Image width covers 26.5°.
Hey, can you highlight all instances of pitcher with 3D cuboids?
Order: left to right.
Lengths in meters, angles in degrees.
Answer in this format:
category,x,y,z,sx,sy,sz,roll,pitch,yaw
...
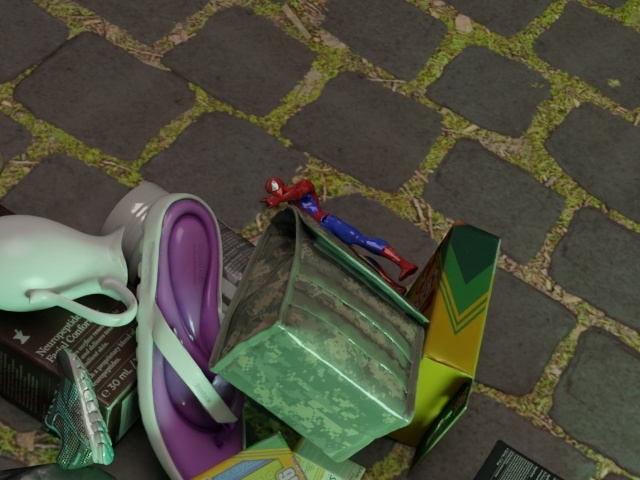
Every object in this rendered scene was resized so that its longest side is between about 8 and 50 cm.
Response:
category,x,y,z,sx,sy,sz,roll,pitch,yaw
pitcher,-0.347,0.046,1.761,0.207,0.125,0.178,2,35,-24

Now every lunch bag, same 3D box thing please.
category,x,y,z,sx,sy,sz,roll,pitch,yaw
lunch bag,0.012,0.102,1.791,0.235,0.169,0.287,39,37,-21

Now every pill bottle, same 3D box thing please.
category,x,y,z,sx,sy,sz,roll,pitch,yaw
pill bottle,-0.176,0.045,1.969,0.278,0.162,0.162,37,50,17

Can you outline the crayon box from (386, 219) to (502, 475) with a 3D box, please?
category,x,y,z,sx,sy,sz,roll,pitch,yaw
crayon box,0.162,0.150,1.936,0.081,0.202,0.318,23,46,-6

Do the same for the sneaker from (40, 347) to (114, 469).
category,x,y,z,sx,sy,sz,roll,pitch,yaw
sneaker,-0.314,0.210,1.690,0.076,0.065,0.166,-19,58,-5

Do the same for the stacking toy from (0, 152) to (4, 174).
category,x,y,z,sx,sy,sz,roll,pitch,yaw
stacking toy,-0.595,-0.047,1.853,0.330,0.141,0.141,-39,62,4

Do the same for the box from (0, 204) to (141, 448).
category,x,y,z,sx,sy,sz,roll,pitch,yaw
box,-0.390,0.110,1.873,0.381,0.143,0.191,29,49,13

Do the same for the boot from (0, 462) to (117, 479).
category,x,y,z,sx,sy,sz,roll,pitch,yaw
boot,-0.268,0.475,1.594,0.367,0.146,0.445,5,44,-13

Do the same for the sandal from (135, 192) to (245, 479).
category,x,y,z,sx,sy,sz,roll,pitch,yaw
sandal,-0.158,0.142,1.781,0.169,0.102,0.416,-9,90,-47

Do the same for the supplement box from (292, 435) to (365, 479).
category,x,y,z,sx,sy,sz,roll,pitch,yaw
supplement box,0.005,0.315,1.848,0.098,0.062,0.036,27,47,10

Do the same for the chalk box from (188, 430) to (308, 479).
category,x,y,z,sx,sy,sz,roll,pitch,yaw
chalk box,-0.107,0.364,1.710,0.213,0.132,0.132,-29,61,-12

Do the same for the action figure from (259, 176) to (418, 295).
category,x,y,z,sx,sy,sz,roll,pitch,yaw
action figure,0.000,0.000,2.103,0.280,0.091,0.139,40,42,20

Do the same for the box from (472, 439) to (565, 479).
category,x,y,z,sx,sy,sz,roll,pitch,yaw
box,0.246,0.420,1.794,0.184,0.103,0.261,29,48,15
